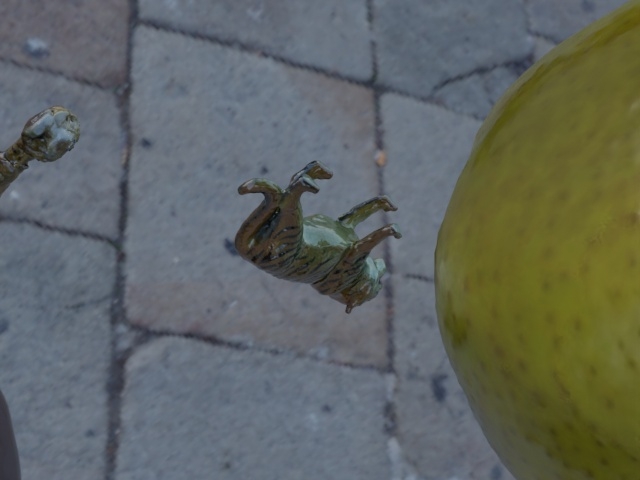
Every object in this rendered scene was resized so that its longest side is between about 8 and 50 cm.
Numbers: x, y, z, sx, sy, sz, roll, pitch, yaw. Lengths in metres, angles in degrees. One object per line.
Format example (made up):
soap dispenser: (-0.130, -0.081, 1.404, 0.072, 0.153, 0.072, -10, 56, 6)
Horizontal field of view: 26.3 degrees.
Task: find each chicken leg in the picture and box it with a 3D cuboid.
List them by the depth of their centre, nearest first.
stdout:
chicken leg: (-0.351, -0.063, 1.428, 0.087, 0.251, 0.107, 51, 25, -23)

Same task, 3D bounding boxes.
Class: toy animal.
toy animal: (0.000, 0.000, 1.046, 0.241, 0.099, 0.057, 20, 31, -55)

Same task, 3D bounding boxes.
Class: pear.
pear: (0.266, 0.021, 0.679, 0.418, 0.362, 0.362, 4, 59, 5)

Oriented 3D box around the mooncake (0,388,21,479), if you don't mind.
mooncake: (-0.435, 0.207, 1.223, 0.325, 0.334, 0.174, -13, 104, -8)
